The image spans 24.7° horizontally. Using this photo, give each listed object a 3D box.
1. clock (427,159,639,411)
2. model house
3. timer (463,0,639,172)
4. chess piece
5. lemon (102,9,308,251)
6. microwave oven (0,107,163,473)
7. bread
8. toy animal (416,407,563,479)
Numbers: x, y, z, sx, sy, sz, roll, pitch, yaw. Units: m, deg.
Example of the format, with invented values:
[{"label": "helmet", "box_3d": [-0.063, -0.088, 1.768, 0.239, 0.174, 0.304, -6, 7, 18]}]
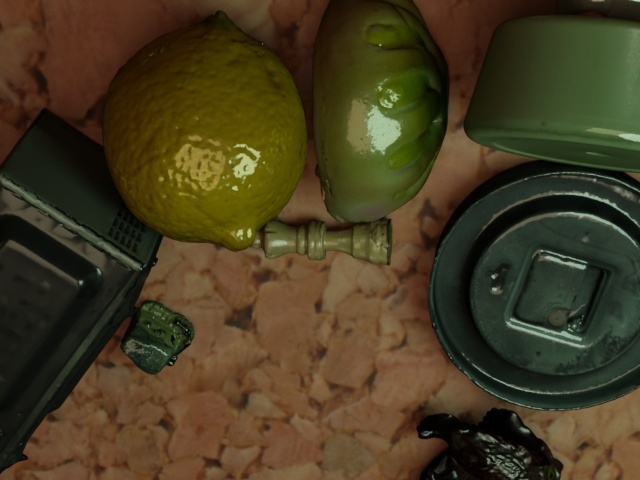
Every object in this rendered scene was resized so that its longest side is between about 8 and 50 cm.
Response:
[{"label": "clock", "box_3d": [0.287, 0.054, 1.762, 0.319, 0.066, 0.318, 1, 114, 3]}, {"label": "model house", "box_3d": [-0.203, 0.125, 1.816, 0.079, 0.083, 0.066, 35, 109, -10]}, {"label": "timer", "box_3d": [0.318, -0.241, 1.554, 0.291, 0.291, 0.315, 9, 90, 0]}, {"label": "chess piece", "box_3d": [0.000, 0.001, 1.765, 0.172, 0.060, 0.060, 1, 114, 6]}, {"label": "lemon", "box_3d": [-0.128, -0.110, 1.619, 0.229, 0.228, 0.253, -1, 74, 4]}, {"label": "microwave oven", "box_3d": [-0.348, 0.073, 1.700, 0.218, 0.286, 0.355, 34, 107, -12]}, {"label": "bread", "box_3d": [0.065, -0.144, 1.642, 0.158, 0.156, 0.260, -1, 114, 6]}, {"label": "toy animal", "box_3d": [0.221, 0.272, 1.857, 0.180, 0.116, 0.218, 4, 141, -33]}]
